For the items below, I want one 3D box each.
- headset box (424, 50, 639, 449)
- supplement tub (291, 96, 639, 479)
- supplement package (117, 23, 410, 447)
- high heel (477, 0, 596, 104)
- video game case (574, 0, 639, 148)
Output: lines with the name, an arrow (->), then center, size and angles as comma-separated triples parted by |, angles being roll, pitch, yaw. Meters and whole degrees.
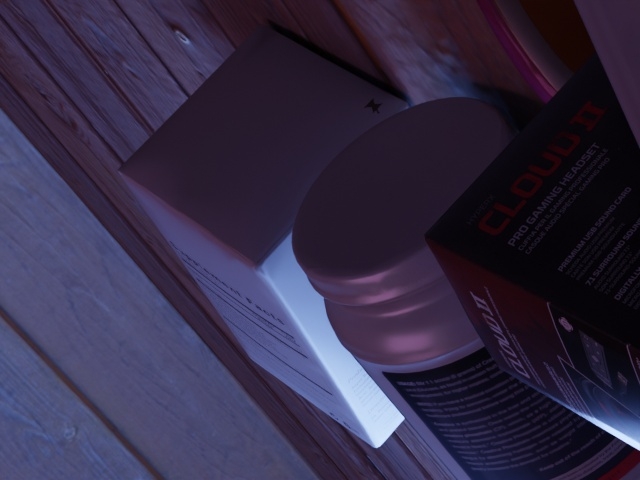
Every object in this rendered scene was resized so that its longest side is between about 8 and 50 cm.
headset box -> 0.206, -0.004, 0.745 | 0.293, 0.218, 0.110 | 30, 161, 44
supplement tub -> 0.122, 0.053, 1.220 | 0.272, 0.191, 0.191 | 51, 164, -32
supplement package -> 0.000, 0.000, 1.437 | 0.175, 0.177, 0.293 | 33, 163, 37
high heel -> 0.155, -0.074, 0.978 | 0.244, 0.082, 0.117 | 34, 160, -20
video game case -> 0.144, -0.141, 0.368 | 0.300, 0.036, 0.329 | -26, 88, 53
